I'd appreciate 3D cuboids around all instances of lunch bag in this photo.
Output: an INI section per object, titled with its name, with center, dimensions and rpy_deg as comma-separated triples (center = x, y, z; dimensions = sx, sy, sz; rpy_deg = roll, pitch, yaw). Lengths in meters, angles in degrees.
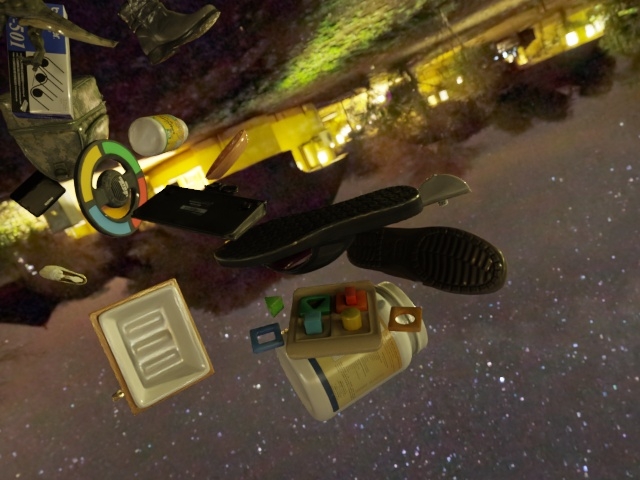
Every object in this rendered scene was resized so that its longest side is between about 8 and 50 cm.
[lunch bag]
center = -0.762, -0.339, 1.372
dimensions = 0.213, 0.255, 0.305
rpy_deg = -8, -151, -6

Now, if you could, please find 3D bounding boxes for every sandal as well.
[sandal]
center = 0.002, 0.000, 0.953
dimensions = 0.446, 0.106, 0.167
rpy_deg = -16, -158, 0

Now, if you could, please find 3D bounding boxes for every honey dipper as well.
[honey dipper]
center = -0.688, 0.524, 1.628
dimensions = 0.161, 0.030, 0.030
rpy_deg = -40, -176, 25

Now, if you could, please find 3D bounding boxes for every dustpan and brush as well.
[dustpan and brush]
center = 0.315, -0.142, 1.229
dimensions = 0.148, 0.060, 0.211
rpy_deg = -18, -144, 15

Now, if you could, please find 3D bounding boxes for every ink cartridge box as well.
[ink cartridge box]
center = -0.529, -0.337, 0.866
dimensions = 0.097, 0.206, 0.046
rpy_deg = -4, -178, -20

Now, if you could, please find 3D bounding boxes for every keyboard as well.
[keyboard]
center = -0.156, -0.044, 0.614
dimensions = 0.180, 0.023, 0.108
rpy_deg = 12, -136, 28

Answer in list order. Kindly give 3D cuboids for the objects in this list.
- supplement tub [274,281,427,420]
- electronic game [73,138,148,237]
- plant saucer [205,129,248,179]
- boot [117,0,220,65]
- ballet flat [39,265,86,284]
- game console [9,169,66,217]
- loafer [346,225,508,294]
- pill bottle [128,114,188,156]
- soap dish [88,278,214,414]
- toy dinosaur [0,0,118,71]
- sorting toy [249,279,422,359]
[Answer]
[supplement tub]
center = 0.073, 0.255, 1.104
dimensions = 0.317, 0.228, 0.228
rpy_deg = -27, -168, -18
[electronic game]
center = -0.479, -0.120, 1.065
dimensions = 0.048, 0.229, 0.229
rpy_deg = -5, -164, 16
[plant saucer]
center = -0.296, -0.268, 1.473
dimensions = 0.200, 0.037, 0.199
rpy_deg = -42, -156, 24
[boot]
center = -0.516, -0.752, 1.518
dimensions = 0.339, 0.222, 0.118
rpy_deg = -20, -157, 26
[ballet flat]
center = -0.992, 0.136, 1.778
dimensions = 0.168, 0.057, 0.052
rpy_deg = 20, 173, -42
[game console]
center = -0.865, -0.145, 1.405
dimensions = 0.122, 0.107, 0.071
rpy_deg = -52, -157, -17
[loafer]
center = 0.239, 0.034, 1.030
dimensions = 0.366, 0.133, 0.130
rpy_deg = 14, 178, 36
[pill bottle]
center = -0.498, -0.333, 1.439
dimensions = 0.118, 0.117, 0.208
rpy_deg = -21, -166, 15
[soap dish]
center = -0.451, 0.279, 1.236
dimensions = 0.229, 0.290, 0.118
rpy_deg = -24, -174, -29
[toy dinosaur]
center = -0.487, -0.358, 0.755
dimensions = 0.118, 0.268, 0.064
rpy_deg = -59, -177, -6
[sorting toy]
center = 0.026, 0.143, 0.916
dimensions = 0.348, 0.047, 0.196
rpy_deg = -7, -148, 5
